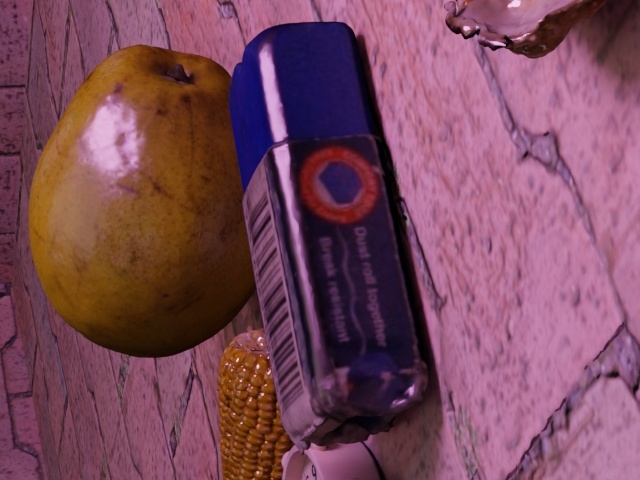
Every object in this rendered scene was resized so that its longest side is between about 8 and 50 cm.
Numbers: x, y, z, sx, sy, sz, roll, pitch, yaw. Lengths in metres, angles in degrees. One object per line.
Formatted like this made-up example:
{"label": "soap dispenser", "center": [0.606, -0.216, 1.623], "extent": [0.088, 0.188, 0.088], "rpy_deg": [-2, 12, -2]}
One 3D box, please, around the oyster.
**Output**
{"label": "oyster", "center": [0.100, -0.225, 0.975], "extent": [0.128, 0.079, 0.345], "rpy_deg": [-61, 31, 26]}

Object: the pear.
{"label": "pear", "center": [-0.164, -0.034, 1.574], "extent": [0.253, 0.253, 0.307], "rpy_deg": [-124, 45, -56]}

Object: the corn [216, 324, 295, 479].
{"label": "corn", "center": [-0.050, 0.217, 1.519], "extent": [0.106, 0.106, 0.293], "rpy_deg": [-131, 40, -61]}

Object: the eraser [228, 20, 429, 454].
{"label": "eraser", "center": [0.000, 0.000, 1.295], "extent": [0.155, 0.101, 0.332], "rpy_deg": [127, 136, -67]}

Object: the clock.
{"label": "clock", "center": [0.015, 0.249, 1.393], "extent": [0.229, 0.063, 0.155], "rpy_deg": [129, 135, -62]}
